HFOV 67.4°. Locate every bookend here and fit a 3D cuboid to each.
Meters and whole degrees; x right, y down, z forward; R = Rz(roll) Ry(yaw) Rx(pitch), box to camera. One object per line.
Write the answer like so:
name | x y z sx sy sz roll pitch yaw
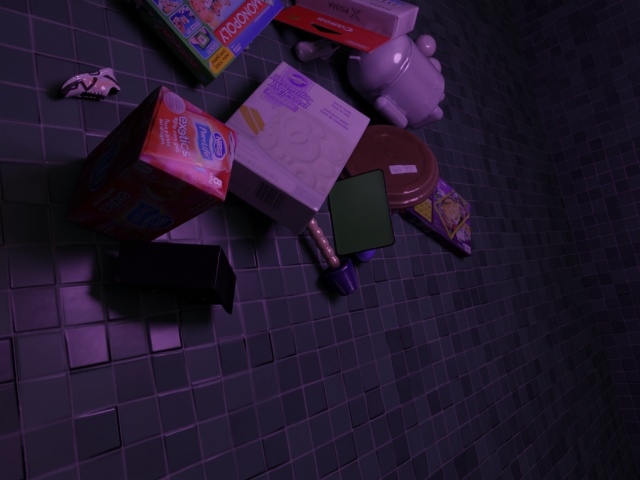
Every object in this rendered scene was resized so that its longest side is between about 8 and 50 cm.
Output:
bookend | -0.231 0.065 0.793 0.157 0.156 0.072 3 67 0

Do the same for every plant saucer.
plant saucer | 0.171 -0.200 1.226 0.277 0.041 0.278 3 57 -5

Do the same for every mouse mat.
mouse mat | 0.094 -0.066 1.143 0.007 0.152 0.190 18 62 -63

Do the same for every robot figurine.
robot figurine | 0.214 -0.464 1.371 0.353 0.199 0.300 30 56 -37

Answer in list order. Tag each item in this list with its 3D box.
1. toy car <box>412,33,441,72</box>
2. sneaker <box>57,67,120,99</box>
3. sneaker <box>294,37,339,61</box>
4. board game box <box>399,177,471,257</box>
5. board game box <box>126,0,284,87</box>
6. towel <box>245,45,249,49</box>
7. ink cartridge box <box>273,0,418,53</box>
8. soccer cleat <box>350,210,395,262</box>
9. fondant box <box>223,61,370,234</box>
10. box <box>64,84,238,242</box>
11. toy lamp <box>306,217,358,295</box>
toy car | 0.300 -0.566 1.562 0.136 0.159 0.182 -8 80 -11
sneaker | -0.377 -0.251 0.790 0.109 0.040 0.044 -43 110 -45
sneaker | -0.009 -0.506 1.255 0.152 0.061 0.054 -31 101 -46
board game box | 0.374 -0.101 1.529 0.347 0.056 0.208 30 60 -37
board game box | -0.222 -0.492 0.988 0.213 0.046 0.317 46 51 -25
towel | -0.271 -0.586 1.025 0.248 0.038 0.325 -7 83 -46
ink cartridge box | 0.062 -0.579 1.210 0.296 0.066 0.261 27 43 18
soccer cleat | 0.149 -0.087 1.230 0.108 0.116 0.318 42 49 -30
fondant box | -0.063 -0.203 1.002 0.238 0.096 0.330 32 50 -5
box | -0.252 -0.093 0.703 0.128 0.257 0.123 27 56 -38
toy lamp | 0.000 0.000 1.074 0.080 0.080 0.275 -40 105 -46
